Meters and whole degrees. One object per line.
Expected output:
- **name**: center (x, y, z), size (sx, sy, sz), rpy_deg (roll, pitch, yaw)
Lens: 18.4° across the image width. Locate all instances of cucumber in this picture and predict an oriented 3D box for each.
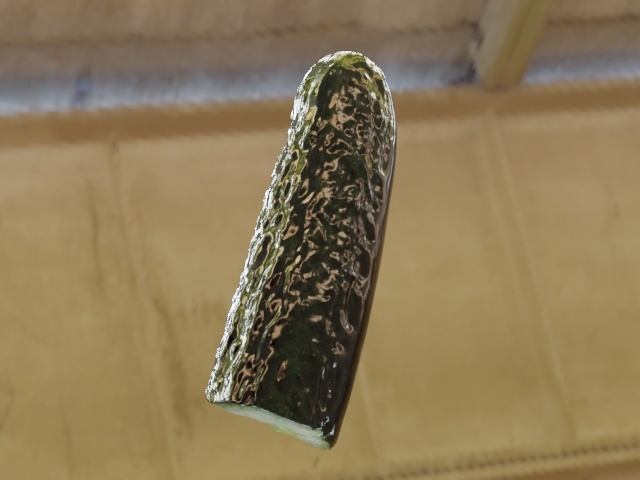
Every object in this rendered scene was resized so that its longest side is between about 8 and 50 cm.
- **cucumber**: center (-0.001, -0.001, 1.057), size (0.074, 0.074, 0.241), rpy_deg (16, -120, -2)
